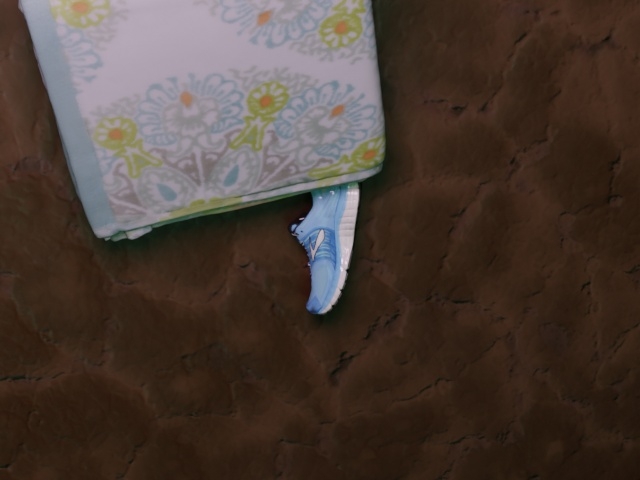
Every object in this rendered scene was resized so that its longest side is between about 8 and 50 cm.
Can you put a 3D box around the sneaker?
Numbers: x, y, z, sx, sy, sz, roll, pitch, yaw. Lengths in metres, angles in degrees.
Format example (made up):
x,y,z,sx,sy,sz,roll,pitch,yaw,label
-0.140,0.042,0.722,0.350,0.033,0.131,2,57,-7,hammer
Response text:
x,y,z,sx,sy,sz,roll,pitch,yaw,label
0.000,0.000,1.802,0.073,0.063,0.162,9,104,3,sneaker

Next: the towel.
x,y,z,sx,sy,sz,roll,pitch,yaw,label
-0.106,-0.168,1.619,0.320,0.090,0.374,-14,139,-5,towel
